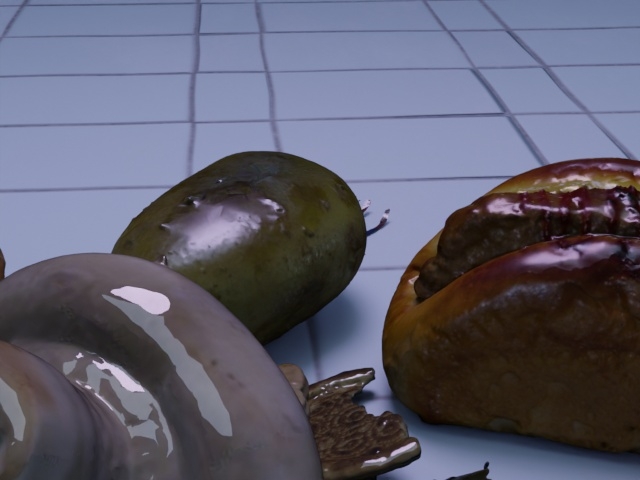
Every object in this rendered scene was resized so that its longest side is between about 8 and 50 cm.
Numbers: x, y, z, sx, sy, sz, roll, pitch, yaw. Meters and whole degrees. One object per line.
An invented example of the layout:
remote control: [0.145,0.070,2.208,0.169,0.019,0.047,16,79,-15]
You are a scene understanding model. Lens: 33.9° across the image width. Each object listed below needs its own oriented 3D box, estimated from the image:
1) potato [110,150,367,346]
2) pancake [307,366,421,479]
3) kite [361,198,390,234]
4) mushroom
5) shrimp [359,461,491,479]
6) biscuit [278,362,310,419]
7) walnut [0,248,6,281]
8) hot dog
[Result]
potato: [-0.081,0.015,1.033,0.210,0.173,0.307,20,34,29]
pancake: [0.022,0.153,0.875,0.190,0.020,0.184,3,21,45]
kite: [0.000,0.003,1.239,0.127,0.016,0.229,24,38,33]
mushroom: [-0.160,0.137,0.570,0.292,0.292,0.290,14,-11,25]
shrimp: [0.028,0.207,0.797,0.223,0.047,0.126,-14,20,-24]
biscuit: [-0.169,0.180,0.803,0.324,0.044,0.217,-7,29,4]
walnut: [-0.421,0.043,0.828,0.344,0.306,0.306,-7,27,-33]
hot dog: [0.257,0.053,0.913,0.405,0.223,0.185,8,24,13]
